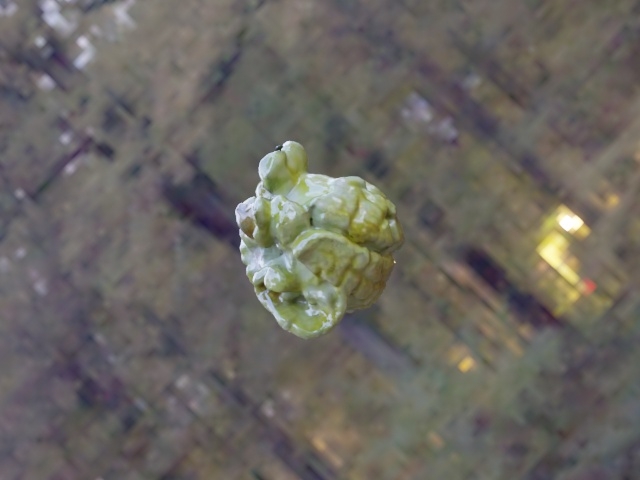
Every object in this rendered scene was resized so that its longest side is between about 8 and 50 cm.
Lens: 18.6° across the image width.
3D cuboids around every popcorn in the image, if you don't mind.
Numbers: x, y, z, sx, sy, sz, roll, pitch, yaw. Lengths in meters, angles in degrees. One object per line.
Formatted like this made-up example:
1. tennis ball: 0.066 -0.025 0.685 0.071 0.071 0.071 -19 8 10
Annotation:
1. popcorn: 0.000 0.000 1.615 0.135 0.162 0.141 -16 -15 -1
